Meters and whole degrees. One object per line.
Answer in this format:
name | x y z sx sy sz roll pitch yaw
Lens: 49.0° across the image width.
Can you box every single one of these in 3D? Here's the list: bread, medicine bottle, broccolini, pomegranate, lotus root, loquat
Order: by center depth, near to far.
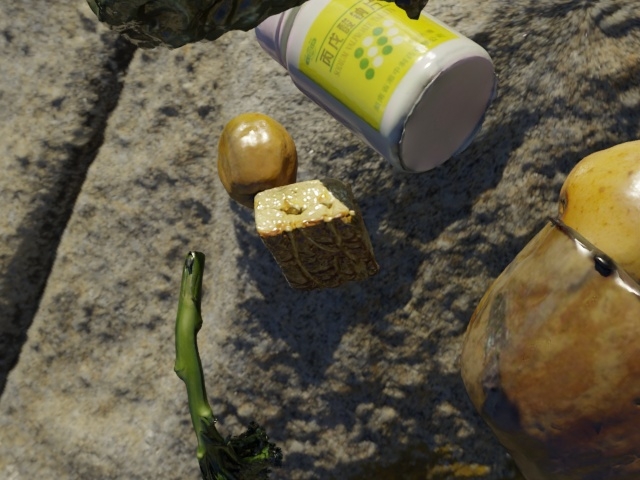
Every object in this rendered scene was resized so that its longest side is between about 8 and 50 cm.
broccolini | -0.080 0.134 0.624 0.062 0.123 0.272 -5 102 8
lotus root | 0.287 0.125 0.791 0.316 0.316 0.250 47 111 1
medicine bottle | 0.076 -0.286 1.112 0.378 0.213 0.214 43 120 32
pomegranate | 0.519 -0.024 1.122 0.307 0.307 0.308 7 110 19
bread | 0.000 0.000 1.316 0.184 0.275 0.114 -12 63 8
loquat | -0.135 -0.167 1.513 0.176 0.187 0.234 -16 61 -9

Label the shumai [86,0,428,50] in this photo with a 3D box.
shumai | -0.038 -0.229 0.476 0.221 0.261 0.225 10 115 -27
